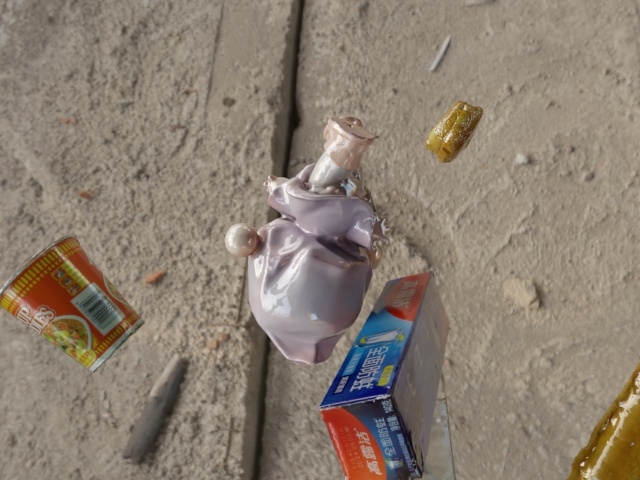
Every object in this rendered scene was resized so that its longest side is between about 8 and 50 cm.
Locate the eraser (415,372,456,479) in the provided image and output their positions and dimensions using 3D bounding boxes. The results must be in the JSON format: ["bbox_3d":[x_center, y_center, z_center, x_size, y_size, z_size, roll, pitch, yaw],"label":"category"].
[{"bbox_3d":[0.137,0.219,0.874,0.078,0.343,0.144,-8,100,6],"label":"eraser"}]

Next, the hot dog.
[{"bbox_3d":[0.289,0.173,0.521,0.088,0.061,0.286,36,104,32],"label":"hot dog"}]

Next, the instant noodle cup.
[{"bbox_3d":[-0.446,0.124,1.101,0.212,0.193,0.193,44,81,-5],"label":"instant noodle cup"}]

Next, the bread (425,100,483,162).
[{"bbox_3d":[0.171,-0.138,0.759,0.046,0.083,0.081,38,123,12],"label":"bread"}]

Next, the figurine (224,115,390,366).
[{"bbox_3d":[0.000,0.001,0.659,0.133,0.200,0.276,40,119,57],"label":"figurine"}]

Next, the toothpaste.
[{"bbox_3d":[0.080,0.116,0.596,0.066,0.320,0.076,-16,99,19],"label":"toothpaste"}]
